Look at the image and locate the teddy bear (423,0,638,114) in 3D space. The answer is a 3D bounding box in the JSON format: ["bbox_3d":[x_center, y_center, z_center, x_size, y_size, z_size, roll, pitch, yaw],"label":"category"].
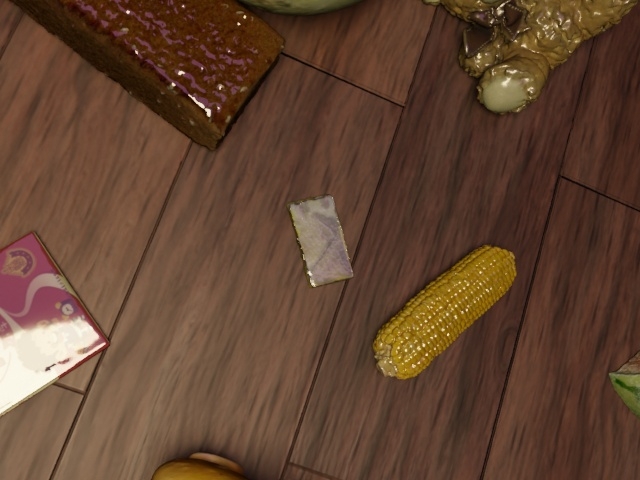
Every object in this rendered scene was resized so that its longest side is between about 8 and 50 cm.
[{"bbox_3d":[0.265,-0.343,1.019,0.267,0.156,0.256,-42,96,11],"label":"teddy bear"}]

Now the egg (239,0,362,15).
[{"bbox_3d":[-0.006,-0.445,0.857,0.345,0.345,0.427,22,55,-10],"label":"egg"}]

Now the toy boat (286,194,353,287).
[{"bbox_3d":[0.000,0.000,0.949,0.063,0.016,0.115,-13,83,-17],"label":"toy boat"}]

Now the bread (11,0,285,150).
[{"bbox_3d":[-0.247,-0.298,0.896,0.417,0.113,0.165,38,73,-6],"label":"bread"}]

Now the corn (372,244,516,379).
[{"bbox_3d":[0.158,0.088,0.941,0.238,0.080,0.080,-40,91,-21],"label":"corn"}]

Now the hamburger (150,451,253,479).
[{"bbox_3d":[-0.068,0.347,0.744,0.302,0.261,0.186,49,66,-20],"label":"hamburger"}]

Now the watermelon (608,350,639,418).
[{"bbox_3d":[0.474,0.189,1.024,0.098,0.121,0.158,58,26,-13],"label":"watermelon"}]

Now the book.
[{"bbox_3d":[-0.379,0.115,0.822,0.232,0.022,0.162,-34,88,-19],"label":"book"}]
